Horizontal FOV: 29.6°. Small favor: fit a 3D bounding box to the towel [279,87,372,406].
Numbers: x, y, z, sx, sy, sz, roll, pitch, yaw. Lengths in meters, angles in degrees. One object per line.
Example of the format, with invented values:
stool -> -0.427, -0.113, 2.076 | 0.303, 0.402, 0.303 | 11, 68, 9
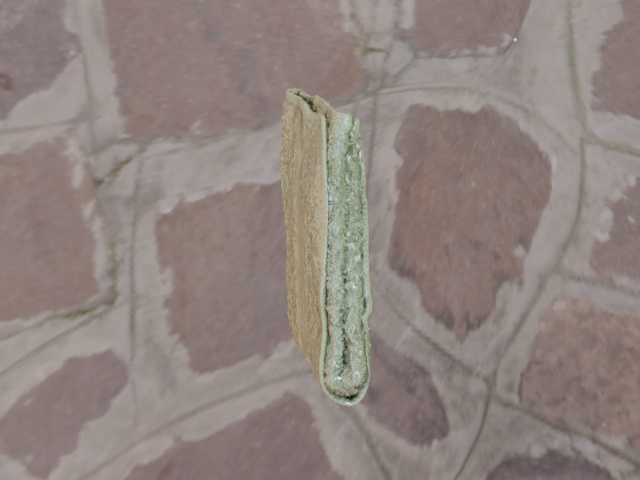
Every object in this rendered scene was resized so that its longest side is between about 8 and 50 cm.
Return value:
towel -> 0.000, 0.000, 0.612 | 0.027, 0.110, 0.148 | -5, 103, -12
